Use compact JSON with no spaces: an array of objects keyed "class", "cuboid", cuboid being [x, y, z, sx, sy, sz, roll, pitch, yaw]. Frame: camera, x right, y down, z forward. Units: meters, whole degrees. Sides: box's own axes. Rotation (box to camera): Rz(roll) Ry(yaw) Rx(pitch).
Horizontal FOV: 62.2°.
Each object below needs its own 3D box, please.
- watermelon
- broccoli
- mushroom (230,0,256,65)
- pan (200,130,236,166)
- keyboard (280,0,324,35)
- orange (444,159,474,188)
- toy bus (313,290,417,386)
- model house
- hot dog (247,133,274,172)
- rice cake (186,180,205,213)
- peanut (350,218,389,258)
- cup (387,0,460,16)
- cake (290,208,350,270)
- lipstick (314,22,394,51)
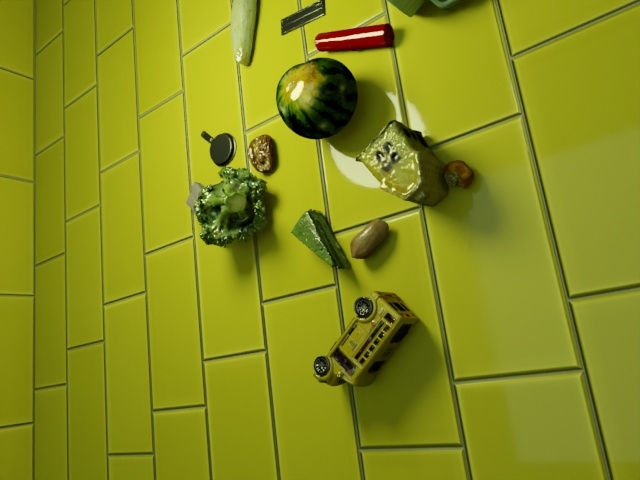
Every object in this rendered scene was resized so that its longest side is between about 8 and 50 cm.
[{"class":"watermelon","cuboid":[-0.009,-0.451,1.690,0.269,0.269,0.269,-6,80,36]},{"class":"broccoli","cuboid":[-0.305,-0.118,1.876,0.259,0.235,0.288,3,92,43]},{"class":"mushroom","cuboid":[-0.302,-0.852,2.073,0.107,0.087,0.333,8,91,37]},{"class":"pan","cuboid":[-0.422,-0.387,2.127,0.235,0.028,0.136,38,105,35]},{"class":"keyboard","cuboid":[-0.067,-0.814,1.934,0.202,0.011,0.067,-10,79,36]},{"class":"orange","cuboid":[0.381,-0.181,1.469,0.086,0.062,0.086,1,61,-1]},{"class":"toy bus","cuboid":[0.126,0.307,1.537,0.151,0.145,0.331,42,108,32]},{"class":"model house","cuboid":[0.245,-0.189,1.495,0.174,0.193,0.234,-38,65,26]},{"class":"hot dog","cuboid":[-0.213,-0.319,1.937,0.099,0.065,0.147,-12,74,25]},{"class":"rice cake","cuboid":[-0.429,-0.111,2.079,0.298,0.050,0.106,42,107,33]},{"class":"peanut","cuboid":[0.148,-0.003,1.613,0.152,0.076,0.076,-47,59,16]},{"class":"cup","cuboid":[0.306,-0.852,1.482,0.392,0.310,0.401,-51,55,26]},{"class":"cake","cuboid":[0.000,0.021,1.703,0.099,0.100,0.235,-43,60,26]},{"class":"lipstick","cuboid":[0.107,-0.662,1.743,0.279,0.073,0.073,10,89,38]}]
